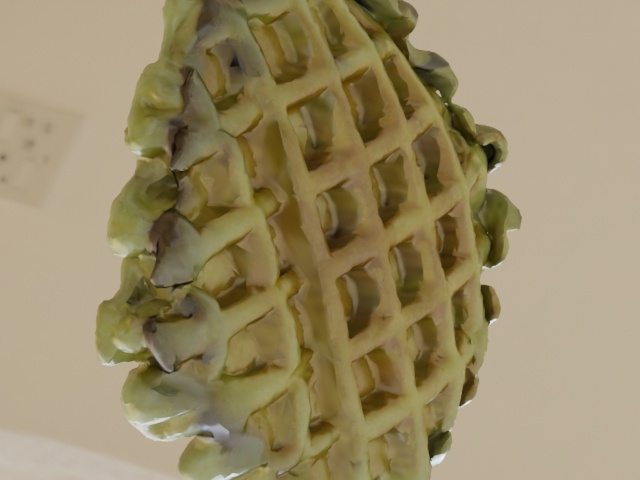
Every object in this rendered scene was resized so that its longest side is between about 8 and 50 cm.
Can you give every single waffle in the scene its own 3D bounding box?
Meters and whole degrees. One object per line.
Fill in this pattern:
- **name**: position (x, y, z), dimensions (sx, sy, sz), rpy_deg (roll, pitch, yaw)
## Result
- **waffle**: position (0.000, 0.000, 0.731), dimensions (0.208, 0.054, 0.214), rpy_deg (37, 62, -44)
